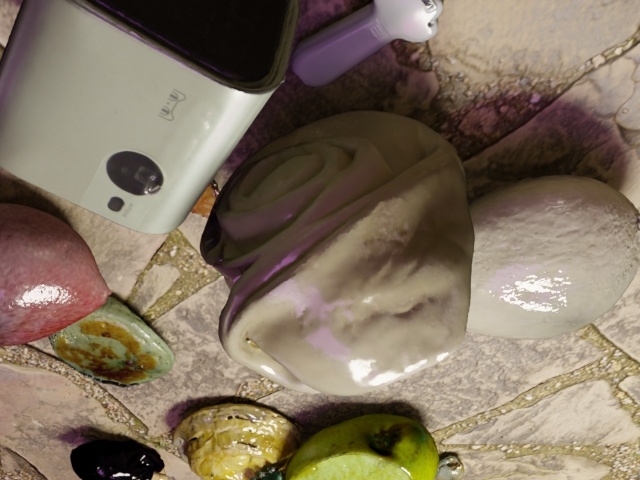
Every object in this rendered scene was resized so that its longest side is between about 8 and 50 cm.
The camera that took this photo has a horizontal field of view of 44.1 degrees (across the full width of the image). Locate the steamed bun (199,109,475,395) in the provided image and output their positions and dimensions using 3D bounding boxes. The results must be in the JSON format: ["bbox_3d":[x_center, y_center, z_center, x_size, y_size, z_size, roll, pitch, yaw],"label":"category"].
[{"bbox_3d":[0.000,0.000,0.939,0.342,0.368,0.255,-33,129,29],"label":"steamed bun"}]

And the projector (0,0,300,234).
[{"bbox_3d":[-0.194,-0.194,0.860,0.248,0.248,0.249,27,133,-18],"label":"projector"}]

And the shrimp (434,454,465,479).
[{"bbox_3d":[0.206,0.469,1.633,0.166,0.049,0.161,27,135,-8],"label":"shrimp"}]

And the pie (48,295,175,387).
[{"bbox_3d":[-0.372,0.187,1.416,0.240,0.054,0.240,6,137,5],"label":"pie"}]

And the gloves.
[{"bbox_3d":[-0.414,0.495,1.695,0.164,0.124,0.203,-3,160,40],"label":"gloves"}]

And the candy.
[{"bbox_3d":[0.280,0.031,1.036,0.295,0.185,0.295,-12,148,-8],"label":"candy"}]

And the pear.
[{"bbox_3d":[0.087,0.417,1.514,0.238,0.164,0.255,31,125,-5],"label":"pear"}]

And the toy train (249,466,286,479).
[{"bbox_3d":[-0.097,0.486,1.578,0.103,0.044,0.064,-36,142,30],"label":"toy train"}]

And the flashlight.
[{"bbox_3d":[0.050,-0.243,0.922,0.200,0.047,0.093,-25,126,33],"label":"flashlight"}]

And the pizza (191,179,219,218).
[{"bbox_3d":[-0.186,-0.068,1.151,0.099,0.029,0.100,0,133,20],"label":"pizza"}]

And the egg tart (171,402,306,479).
[{"bbox_3d":[-0.165,0.430,1.603,0.279,0.095,0.279,1,136,1],"label":"egg tart"}]

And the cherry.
[{"bbox_3d":[-0.455,0.046,1.192,0.239,0.206,0.239,-23,144,-18],"label":"cherry"}]
